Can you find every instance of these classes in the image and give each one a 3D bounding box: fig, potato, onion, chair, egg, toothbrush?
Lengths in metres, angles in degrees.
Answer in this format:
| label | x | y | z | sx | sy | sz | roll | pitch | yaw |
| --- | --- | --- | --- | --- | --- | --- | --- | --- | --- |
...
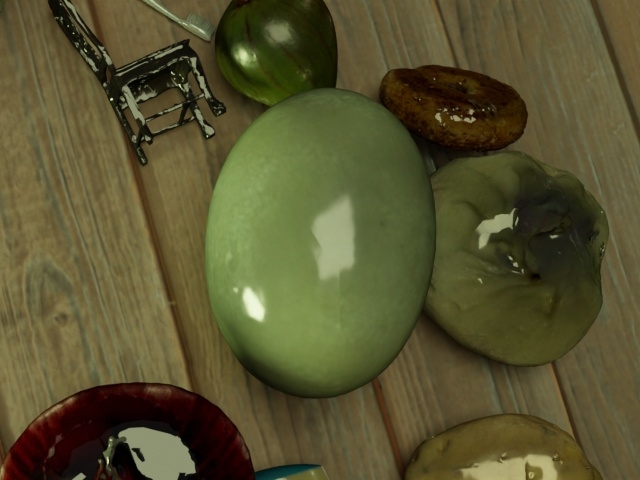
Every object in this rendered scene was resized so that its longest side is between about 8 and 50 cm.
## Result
| label | x | y | z | sx | sy | sz | roll | pitch | yaw |
| --- | --- | --- | --- | --- | --- | --- | --- | --- | --- |
| fig | -0.022 | -0.197 | 1.491 | 0.151 | 0.151 | 0.259 | -48 | 119 | -19 |
| potato | 0.223 | 0.275 | 1.414 | 0.234 | 0.128 | 0.161 | 25 | 68 | -2 |
| onion | -0.193 | 0.272 | 1.227 | 0.273 | 0.285 | 0.273 | 1 | 85 | -11 |
| chair | -0.219 | -0.214 | 1.430 | 0.113 | 0.106 | 0.229 | -27 | 86 | -18 |
| egg | 0.000 | 0.000 | 1.356 | 0.258 | 0.258 | 0.352 | 3 | 75 | -14 |
| toothbrush | -0.244 | -0.318 | 1.495 | 0.257 | 0.018 | 0.024 | 28 | 69 | -6 |

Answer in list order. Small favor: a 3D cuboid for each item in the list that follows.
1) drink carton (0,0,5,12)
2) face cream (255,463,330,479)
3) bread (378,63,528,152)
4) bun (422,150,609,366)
| label | x | y | z | sx | sy | sz | roll | pitch | yaw |
| --- | --- | --- | --- | --- | --- | --- | --- | --- | --- |
| drink carton | -0.496 | -0.390 | 1.355 | 0.324 | 0.194 | 0.132 | 20 | 74 | -10 |
| face cream | -0.008 | 0.383 | 1.359 | 0.139 | 0.067 | 0.285 | -27 | 84 | -13 |
| bread | 0.165 | -0.164 | 1.498 | 0.193 | 0.193 | 0.064 | 6 | 118 | -13 |
| bun | 0.231 | 0.014 | 1.462 | 0.273 | 0.168 | 0.273 | 4 | 80 | -20 |
